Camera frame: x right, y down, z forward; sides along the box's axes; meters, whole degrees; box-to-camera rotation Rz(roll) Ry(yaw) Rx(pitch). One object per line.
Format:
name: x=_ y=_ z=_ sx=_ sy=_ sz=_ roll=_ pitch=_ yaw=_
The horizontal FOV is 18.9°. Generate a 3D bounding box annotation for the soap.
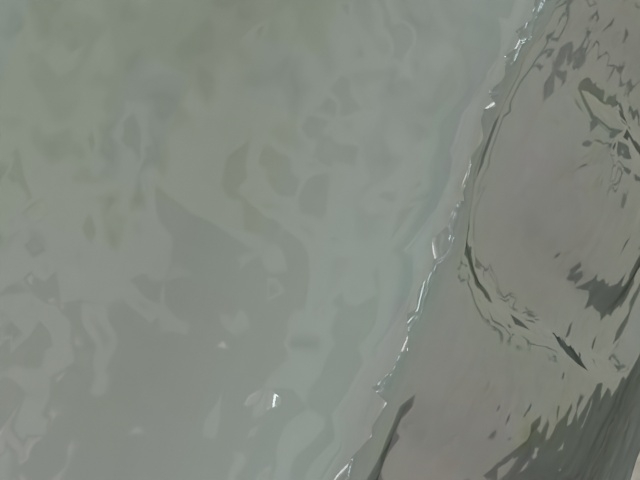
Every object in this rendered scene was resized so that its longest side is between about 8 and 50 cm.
soap: x=0.000 y=0.000 z=0.658 sx=0.213 sy=0.350 sz=0.435 roll=20 pitch=84 yaw=25
